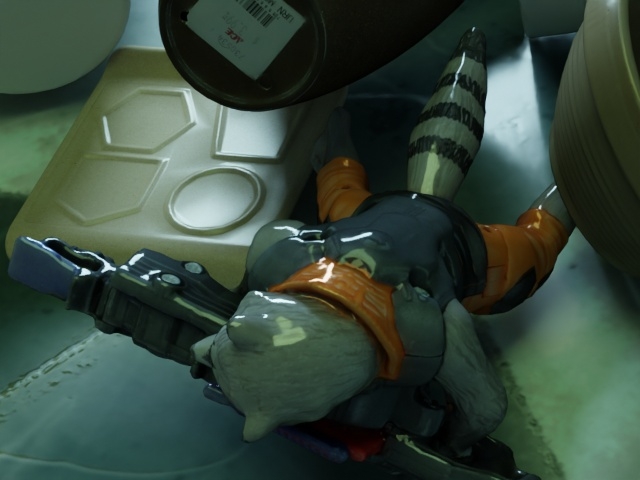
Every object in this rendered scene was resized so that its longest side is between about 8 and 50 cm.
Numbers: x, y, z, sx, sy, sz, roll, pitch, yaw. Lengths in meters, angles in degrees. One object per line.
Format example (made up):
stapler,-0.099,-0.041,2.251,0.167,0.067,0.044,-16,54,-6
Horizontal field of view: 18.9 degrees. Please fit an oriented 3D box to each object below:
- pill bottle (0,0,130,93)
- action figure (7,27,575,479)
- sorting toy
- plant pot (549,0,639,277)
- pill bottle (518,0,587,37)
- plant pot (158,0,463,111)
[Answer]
pill bottle,-0.233,-0.289,1.502,0.204,0.204,0.361,-11,42,4
action figure,0.000,0.000,1.120,0.341,0.178,0.330,21,32,9
sorting toy,-0.096,-0.049,1.336,0.193,0.038,0.208,5,50,21
plant pot,0.214,-0.052,1.152,0.110,0.237,0.237,-30,31,36
pill bottle,0.308,-0.245,1.303,0.363,0.210,0.210,-8,42,8
plant pot,-0.014,-0.181,1.237,0.215,0.215,0.230,3,30,18
